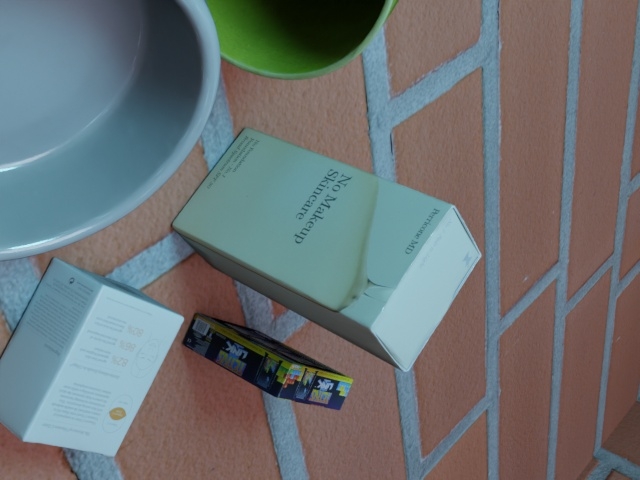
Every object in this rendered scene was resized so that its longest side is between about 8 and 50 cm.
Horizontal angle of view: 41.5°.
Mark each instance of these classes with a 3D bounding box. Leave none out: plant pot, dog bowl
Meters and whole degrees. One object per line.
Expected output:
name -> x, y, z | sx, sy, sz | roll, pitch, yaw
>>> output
plant pot -> 0.009, -0.347, 0.844 | 0.293, 0.274, 0.275 | -51, 143, -44
dog bowl -> -0.233, -0.121, 0.652 | 0.348, 0.102, 0.349 | -26, 149, -17

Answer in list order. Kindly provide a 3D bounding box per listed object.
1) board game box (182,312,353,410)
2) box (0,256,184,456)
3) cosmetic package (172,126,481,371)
board game box -> -0.066, 0.153, 1.063 | 0.141, 0.170, 0.048 | 28, 85, -53
box -> -0.249, 0.125, 0.890 | 0.130, 0.091, 0.171 | 34, 82, -53
cosmetic package -> 0.000, 0.000, 0.945 | 0.160, 0.309, 0.113 | -56, 141, -14
